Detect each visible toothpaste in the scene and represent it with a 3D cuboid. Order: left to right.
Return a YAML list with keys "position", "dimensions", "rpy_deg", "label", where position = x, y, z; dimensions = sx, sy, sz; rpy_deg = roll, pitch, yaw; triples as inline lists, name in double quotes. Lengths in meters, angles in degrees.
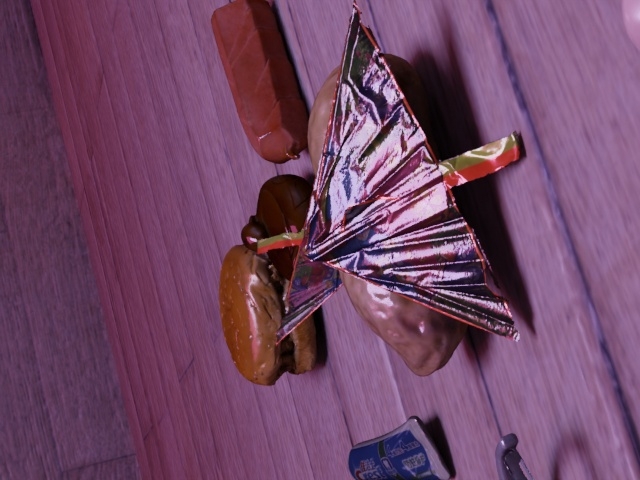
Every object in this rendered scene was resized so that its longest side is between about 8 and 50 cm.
- position: [0.059, 0.183, 1.029]
  dimensions: [0.057, 0.034, 0.197]
  rpy_deg: [61, 159, 4]
  label: "toothpaste"

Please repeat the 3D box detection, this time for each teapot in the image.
- position: [-0.032, -0.006, 1.118]
  dimensions: [0.129, 0.078, 0.098]
  rpy_deg: [-126, 30, -53]
  label: "teapot"

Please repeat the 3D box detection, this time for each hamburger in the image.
- position: [-0.055, 0.074, 1.236]
  dimensions: [0.138, 0.083, 0.147]
  rpy_deg: [-164, 67, -75]
  label: "hamburger"

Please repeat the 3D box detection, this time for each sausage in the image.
- position: [-0.051, -0.141, 1.133]
  dimensions: [0.065, 0.065, 0.169]
  rpy_deg: [120, 135, -64]
  label: "sausage"

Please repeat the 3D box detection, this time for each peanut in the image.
- position: [0.049, -0.016, 0.852]
  dimensions: [0.104, 0.085, 0.228]
  rpy_deg: [-2, 101, 61]
  label: "peanut"

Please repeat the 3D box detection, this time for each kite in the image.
- position: [0.000, 0.000, 1.035]
  dimensions: [0.159, 0.010, 0.190]
  rpy_deg: [4, 75, 45]
  label: "kite"
- position: [0.049, -0.036, 0.788]
  dimensions: [0.183, 0.014, 0.241]
  rpy_deg: [-23, 86, 36]
  label: "kite"

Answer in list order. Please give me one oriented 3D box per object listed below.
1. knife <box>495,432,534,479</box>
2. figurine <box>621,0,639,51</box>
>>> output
- position: [0.125, 0.228, 0.820]
  dimensions: [0.278, 0.053, 0.123]
  rpy_deg: [109, 141, -59]
  label: "knife"
- position: [0.115, -0.132, 0.298]
  dimensions: [0.182, 0.256, 0.144]
  rpy_deg: [100, 151, -45]
  label: "figurine"
